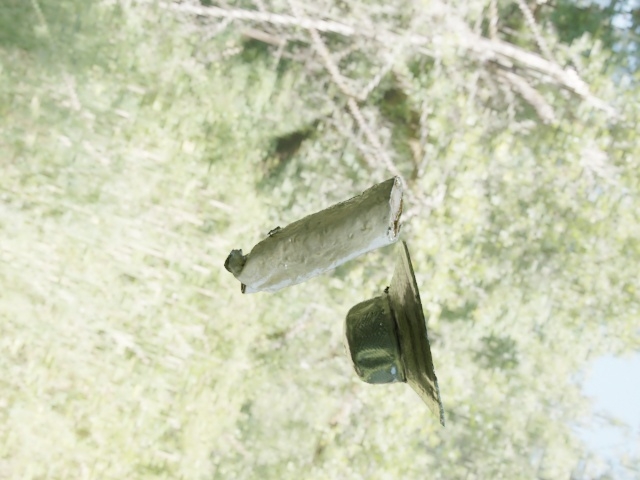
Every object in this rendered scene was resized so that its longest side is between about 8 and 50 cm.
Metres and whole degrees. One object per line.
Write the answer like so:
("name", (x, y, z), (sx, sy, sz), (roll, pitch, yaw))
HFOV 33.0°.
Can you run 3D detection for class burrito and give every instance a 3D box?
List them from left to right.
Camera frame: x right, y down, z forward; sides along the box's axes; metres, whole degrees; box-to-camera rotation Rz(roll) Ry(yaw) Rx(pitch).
("burrito", (0.000, 0.000, 1.220), (0.087, 0.226, 0.060), (-111, 177, -56))

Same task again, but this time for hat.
("hat", (0.084, 0.130, 1.416), (0.252, 0.110, 0.252), (-11, 90, -88))
